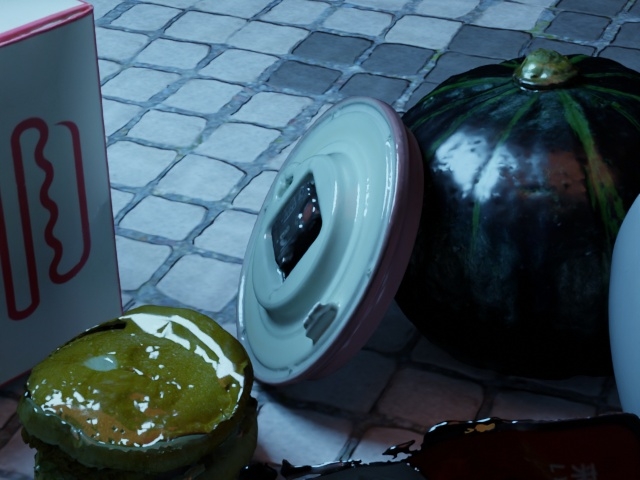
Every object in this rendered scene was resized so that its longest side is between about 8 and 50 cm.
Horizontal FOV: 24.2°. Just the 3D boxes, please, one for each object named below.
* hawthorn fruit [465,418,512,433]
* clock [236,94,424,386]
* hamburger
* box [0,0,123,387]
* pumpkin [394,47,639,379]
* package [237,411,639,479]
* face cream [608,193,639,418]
[{"bbox_3d":[0.122,0.178,1.002,0.128,0.128,0.128,-1,32,0],"label":"hawthorn fruit"},{"bbox_3d":[-0.001,0.000,1.191,0.056,0.244,0.244,22,25,-23],"label":"clock"},{"bbox_3d":[-0.131,0.137,1.085,0.177,0.113,0.185,-4,39,-15],"label":"hamburger"},{"bbox_3d":[-0.370,-0.049,1.189,0.314,0.312,0.300,25,40,37],"label":"box"},{"bbox_3d":[0.188,-0.038,1.229,0.315,0.238,0.315,-5,30,3],"label":"pumpkin"},{"bbox_3d":[0.075,0.191,0.921,0.269,0.194,0.071,-10,37,8],"label":"package"},{"bbox_3d":[0.320,0.128,0.914,0.219,0.312,0.357,-35,45,18],"label":"face cream"}]
